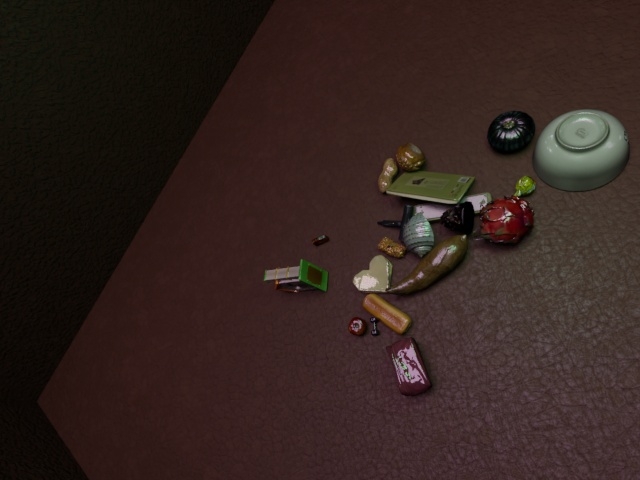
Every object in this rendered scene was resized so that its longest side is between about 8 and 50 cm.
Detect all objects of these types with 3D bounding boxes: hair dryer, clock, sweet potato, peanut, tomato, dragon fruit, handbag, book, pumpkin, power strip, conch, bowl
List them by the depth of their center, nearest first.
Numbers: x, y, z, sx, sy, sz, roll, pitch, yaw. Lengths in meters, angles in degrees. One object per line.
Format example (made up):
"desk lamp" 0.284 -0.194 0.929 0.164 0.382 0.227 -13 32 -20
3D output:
"bowl" 1.059 -0.398 1.640 0.354 0.185 0.353 -11 64 24
"handbag" 0.363 0.519 1.655 0.135 0.146 0.225 -25 61 14
"dragon fruit" 0.757 -0.076 1.668 0.274 0.192 0.193 -36 36 10
"sweet potato" 0.481 0.124 1.773 0.423 0.130 0.130 -39 56 11
"pumpkin" 0.860 -0.494 1.819 0.202 0.140 0.201 -11 62 22
"conch" 0.433 -0.024 1.825 0.131 0.172 0.199 -25 70 5
"tomato" 0.173 0.397 1.856 0.087 0.075 0.087 -3 79 17
"power strip" 0.590 -0.141 1.865 0.388 0.066 0.092 -9 72 23
"book" 0.521 -0.261 1.896 0.352 0.035 0.239 14 42 36
"hair dryer" 0.358 -0.103 1.957 0.195 0.050 0.173 23 108 45
"clock" -0.130 0.189 2.031 0.255 0.220 0.106 -9 64 34
"peanut" 0.347 -0.334 2.067 0.089 0.089 0.192 14 81 33

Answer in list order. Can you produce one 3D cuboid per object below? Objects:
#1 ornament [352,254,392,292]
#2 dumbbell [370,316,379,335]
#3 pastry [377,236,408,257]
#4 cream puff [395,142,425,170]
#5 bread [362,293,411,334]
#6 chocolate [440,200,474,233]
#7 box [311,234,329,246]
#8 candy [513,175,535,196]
"ornament" 0.266 0.184 1.909 0.201 0.059 0.180 -44 56 9
"dumbbell" 0.247 0.391 1.838 0.036 0.040 0.083 -34 51 50
"pastry" 0.345 0.037 1.927 0.080 0.056 0.140 -49 48 -7
"cream puff" 0.444 -0.411 2.011 0.150 0.165 0.115 45 128 12
"bread" 0.300 0.327 1.814 0.239 0.074 0.092 34 99 36
"chocolate" 0.588 -0.097 1.761 0.133 0.156 0.156 -1 69 38
"box" 0.000 0.000 2.132 0.082 0.051 0.023 -24 59 17
"candy" 0.827 -0.168 1.750 0.077 0.073 0.262 43 100 11
